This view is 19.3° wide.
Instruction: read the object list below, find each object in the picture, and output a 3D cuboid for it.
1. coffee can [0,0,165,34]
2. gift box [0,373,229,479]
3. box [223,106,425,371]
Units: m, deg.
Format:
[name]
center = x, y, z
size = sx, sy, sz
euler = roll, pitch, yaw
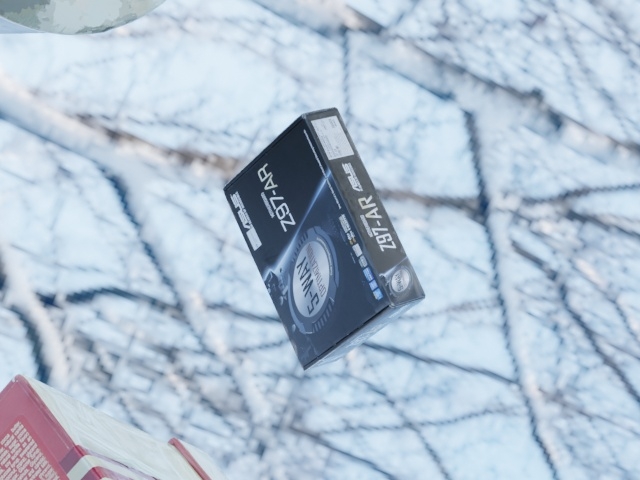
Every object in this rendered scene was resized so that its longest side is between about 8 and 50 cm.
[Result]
[coffee can]
center = -0.211, -0.218, 1.091
size = 0.275, 0.201, 0.201
euler = 7, -104, 53
[gift box]
center = -0.138, 0.286, 1.256
size = 0.255, 0.258, 0.276
euler = -46, -127, 8
[box]
center = 0.000, 0.000, 0.730
size = 0.067, 0.018, 0.083
euler = -38, -108, 49
